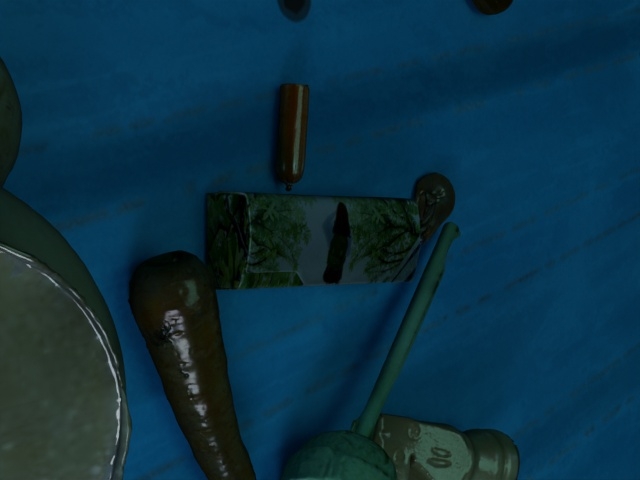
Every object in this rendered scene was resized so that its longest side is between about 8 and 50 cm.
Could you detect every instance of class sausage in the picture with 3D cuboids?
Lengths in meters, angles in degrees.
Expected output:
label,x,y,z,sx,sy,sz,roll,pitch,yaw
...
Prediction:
label,x,y,z,sx,sy,sz,roll,pitch,yaw
sausage,-0.028,-0.102,1.201,0.031,0.031,0.107,8,82,-50

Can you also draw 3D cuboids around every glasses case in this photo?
label,x,y,z,sx,sy,sz,roll,pitch,yaw
glasses case,0.000,0.000,1.208,0.272,0.062,0.095,-1,90,-50

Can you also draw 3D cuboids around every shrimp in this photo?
label,x,y,z,sx,sy,sz,roll,pitch,yaw
shrimp,0.123,-0.038,1.389,0.108,0.023,0.059,-48,115,-39

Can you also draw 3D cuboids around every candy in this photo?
label,x,y,z,sx,sy,sz,roll,pitch,yaw
candy,0.073,0.139,1.272,0.119,0.119,0.440,55,45,-34

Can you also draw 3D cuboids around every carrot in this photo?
label,x,y,z,sx,sy,sz,roll,pitch,yaw
carrot,-0.102,0.149,1.082,0.078,0.078,0.298,-38,121,-44

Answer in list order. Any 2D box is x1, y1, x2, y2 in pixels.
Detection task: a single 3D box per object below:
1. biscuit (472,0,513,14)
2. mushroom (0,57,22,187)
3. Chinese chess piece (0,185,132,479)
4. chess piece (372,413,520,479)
label,x,y,z,sx,sy,sz,roll,pitch,yaw
biscuit,0.210,-0.370,1.496,0.124,0.026,0.175,-2,91,-51
mushroom,-0.287,-0.078,0.812,0.166,0.127,0.166,6,62,-11
Chinese chess piece,-0.281,0.111,0.718,0.338,0.140,0.338,-12,115,-26
chess piece,0.127,0.246,1.353,0.200,0.090,0.090,16,77,-38
